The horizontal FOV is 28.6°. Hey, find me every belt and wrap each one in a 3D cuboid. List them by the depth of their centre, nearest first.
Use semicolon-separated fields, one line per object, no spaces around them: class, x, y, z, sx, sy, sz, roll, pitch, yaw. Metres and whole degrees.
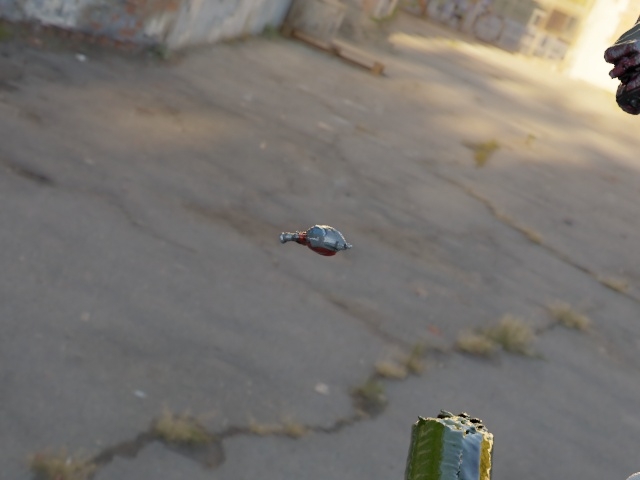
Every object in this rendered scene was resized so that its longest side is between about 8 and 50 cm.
belt;0.377;-0.235;1.413;0.071;0.053;0.232;47;50;-18

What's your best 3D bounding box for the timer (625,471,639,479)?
timer;0.385;0.389;1.383;0.078;0.178;0.253;48;-2;-36

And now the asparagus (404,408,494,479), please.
asparagus;0.149;0.287;1.490;0.128;0.108;0.382;54;23;-17

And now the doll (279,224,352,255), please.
doll;0.000;-0.001;1.595;0.114;0.039;0.057;6;-27;44
